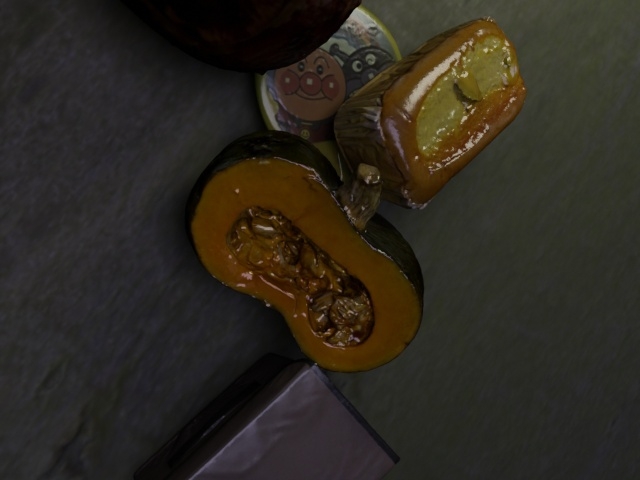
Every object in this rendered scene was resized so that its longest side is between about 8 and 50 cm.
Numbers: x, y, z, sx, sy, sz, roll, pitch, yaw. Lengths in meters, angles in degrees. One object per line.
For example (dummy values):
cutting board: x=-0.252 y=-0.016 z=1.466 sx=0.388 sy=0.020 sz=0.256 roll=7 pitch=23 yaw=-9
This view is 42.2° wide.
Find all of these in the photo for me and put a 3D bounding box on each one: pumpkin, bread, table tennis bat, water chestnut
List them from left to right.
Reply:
water chestnut: x=-0.089 y=-0.370 z=0.905 sx=0.350 sy=0.302 sz=0.350 roll=2 pitch=124 yaw=3
pumpkin: x=0.000 y=0.000 z=0.993 sx=0.317 sy=0.139 sz=0.222 roll=44 pitch=100 yaw=-10
table tennis bat: x=0.029 y=-0.136 z=1.083 sx=0.224 sy=0.054 sz=0.368 roll=-13 pitch=97 yaw=-28
bread: x=0.150 y=-0.169 z=1.071 sx=0.288 sy=0.119 sz=0.152 roll=-41 pitch=116 yaw=-31

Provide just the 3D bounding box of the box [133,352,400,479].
box: x=-0.072 y=0.280 z=1.012 sx=0.252 sy=0.153 sz=0.188 roll=-44 pitch=107 yaw=-14
